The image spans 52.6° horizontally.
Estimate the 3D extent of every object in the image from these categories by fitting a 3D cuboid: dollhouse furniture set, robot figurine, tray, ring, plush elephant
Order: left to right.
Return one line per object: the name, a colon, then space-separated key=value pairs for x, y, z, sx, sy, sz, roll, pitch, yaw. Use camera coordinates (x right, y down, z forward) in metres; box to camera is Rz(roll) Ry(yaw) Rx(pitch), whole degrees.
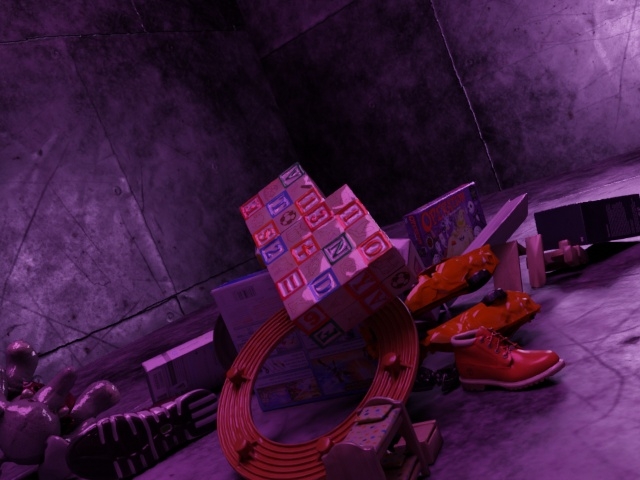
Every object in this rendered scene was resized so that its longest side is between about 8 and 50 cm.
plush elephant: x=-0.576 y=0.355 z=1.313 sx=0.255 sy=0.272 sz=0.330 roll=-37 pitch=20 yaw=50
ring: x=-0.016 y=0.188 z=0.929 sx=0.337 sy=0.032 sz=0.336 roll=-25 pitch=35 yaw=19
dollhouse furniture set: x=0.031 y=0.242 z=0.743 sx=0.161 sy=0.101 sz=0.182 roll=-19 pitch=5 yaw=26
robot figurine: x=0.191 y=0.125 z=1.027 sx=0.291 sy=0.211 sz=0.085 roll=-23 pitch=-30 yaw=-19
tray: x=0.337 y=0.020 z=1.354 sx=0.270 sy=0.030 sz=0.145 roll=-49 pitch=-25 yaw=-1
dollhouse furniture set: x=0.449 y=0.074 z=1.307 sx=0.144 sy=0.123 sz=0.151 roll=-18 pitch=-29 yaw=38

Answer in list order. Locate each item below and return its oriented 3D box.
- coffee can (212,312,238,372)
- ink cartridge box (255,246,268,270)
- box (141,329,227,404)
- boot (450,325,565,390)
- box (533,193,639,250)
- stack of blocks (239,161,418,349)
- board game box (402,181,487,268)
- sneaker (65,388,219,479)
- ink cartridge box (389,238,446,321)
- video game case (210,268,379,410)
coffee can: x=-0.112 y=0.189 z=1.449 sx=0.202 sy=0.201 sz=0.275 roll=-21 pitch=4 yaw=5
ink cartridge box: x=0.018 y=0.093 z=1.633 sx=0.308 sy=0.072 sz=0.303 roll=7 pitch=-27 yaw=13
box: x=-0.294 y=0.294 z=1.450 sx=0.186 sy=0.145 sz=0.038 roll=-23 pitch=40 yaw=-25
boot: x=0.249 y=0.156 z=0.883 sx=0.158 sy=0.084 sz=0.059 roll=-15 pitch=5 yaw=42
box: x=0.577 y=-0.037 z=1.392 sx=0.158 sy=0.093 sz=0.156 roll=-9 pitch=-3 yaw=-19
stack of blocks: x=0.000 y=0.000 z=0.997 sx=0.171 sy=0.087 sz=0.297 roll=-37 pitch=41 yaw=4
board game box: x=0.351 y=-0.017 z=1.729 sx=0.056 sy=0.208 sz=0.347 roll=-18 pitch=6 yaw=41
sneaker: x=-0.334 y=0.359 z=1.194 sx=0.282 sy=0.106 sz=0.163 roll=-12 pitch=-7 yaw=-34
ink cartridge box: x=0.127 y=0.095 z=1.261 sx=0.176 sy=0.069 sz=0.371 roll=0 pitch=-22 yaw=21
video game case: x=-0.031 y=0.158 z=1.134 sx=0.270 sy=0.244 sz=0.061 roll=-19 pitch=6 yaw=29
